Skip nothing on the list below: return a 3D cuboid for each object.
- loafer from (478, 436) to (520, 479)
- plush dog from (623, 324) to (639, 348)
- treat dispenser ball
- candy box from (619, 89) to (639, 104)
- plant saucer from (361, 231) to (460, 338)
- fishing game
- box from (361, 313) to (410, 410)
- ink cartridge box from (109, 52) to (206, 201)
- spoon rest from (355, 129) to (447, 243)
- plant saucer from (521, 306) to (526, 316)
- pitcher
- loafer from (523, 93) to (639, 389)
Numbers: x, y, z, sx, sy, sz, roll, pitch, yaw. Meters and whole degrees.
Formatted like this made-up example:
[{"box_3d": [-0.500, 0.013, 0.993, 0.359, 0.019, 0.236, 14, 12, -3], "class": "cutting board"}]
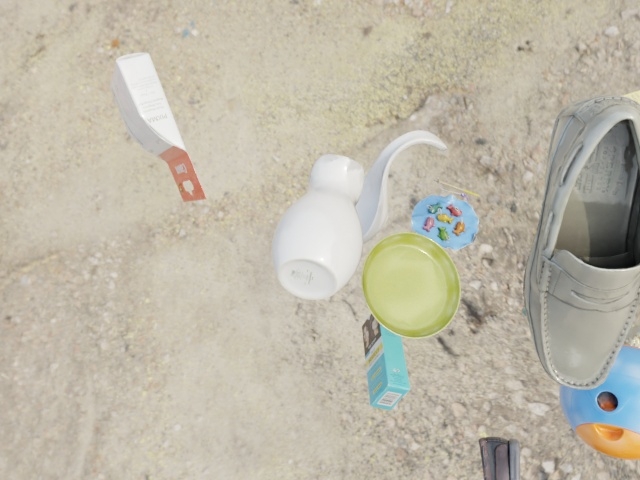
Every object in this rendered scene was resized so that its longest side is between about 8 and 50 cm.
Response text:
[{"box_3d": [0.387, 0.590, 1.141, 0.095, 0.109, 0.303, 3, 60, 20], "class": "loafer"}, {"box_3d": [0.974, 0.402, 1.618, 0.210, 0.225, 0.262, -47, 7, -26], "class": "plush dog"}, {"box_3d": [0.776, 0.412, 1.336, 0.288, 0.288, 0.288, -9, 71, 28], "class": "treat dispenser ball"}, {"box_3d": [0.497, -0.143, 0.671, 0.316, 0.183, 0.088, -19, 67, -3], "class": "candy box"}, {"box_3d": [0.200, 0.101, 1.167, 0.240, 0.037, 0.241, 4, 75, -15], "class": "plant saucer"}, {"box_3d": [0.342, -0.054, 1.412, 0.189, 0.041, 0.264, 26, 64, 16], "class": "fishing game"}, {"box_3d": [0.160, 0.289, 1.300, 0.244, 0.060, 0.101, -93, 24, -49], "class": "box"}, {"box_3d": [-0.274, -0.168, 0.851, 0.189, 0.066, 0.232, 6, 114, 64], "class": "ink cartridge box"}, {"box_3d": [0.122, -0.105, 1.017, 0.276, 0.084, 0.137, -51, 30, 19], "class": "spoon rest"}, {"box_3d": [0.495, 0.164, 1.109, 0.119, 0.119, 0.021, 28, 110, 34], "class": "plant saucer"}, {"box_3d": [0.000, 0.000, 0.764, 0.125, 0.178, 0.207, 13, 45, 3], "class": "pitcher"}, {"box_3d": [0.270, 0.019, 0.522, 0.112, 0.111, 0.320, -2, 109, 14], "class": "loafer"}]
